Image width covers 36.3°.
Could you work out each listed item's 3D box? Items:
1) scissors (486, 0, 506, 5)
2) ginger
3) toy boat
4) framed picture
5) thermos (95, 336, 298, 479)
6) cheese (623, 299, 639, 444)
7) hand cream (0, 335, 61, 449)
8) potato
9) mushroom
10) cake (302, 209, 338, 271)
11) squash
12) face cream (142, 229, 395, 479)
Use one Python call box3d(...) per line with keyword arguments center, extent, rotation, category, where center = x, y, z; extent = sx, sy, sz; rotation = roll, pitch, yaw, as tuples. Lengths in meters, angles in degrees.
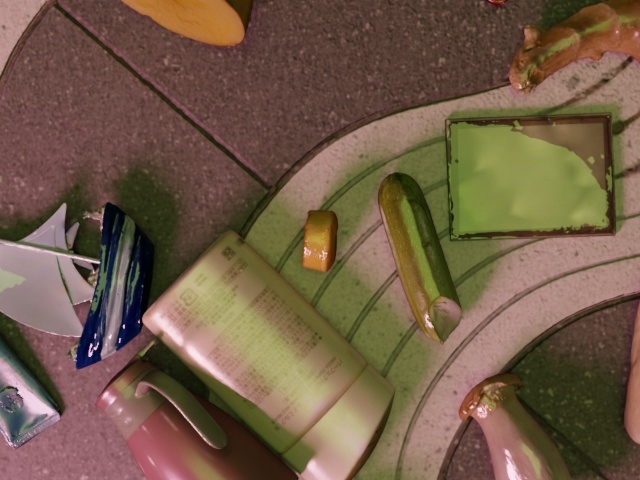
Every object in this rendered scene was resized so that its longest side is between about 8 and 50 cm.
box3d(center=(0.259, -0.454, 1.335), extent=(0.144, 0.017, 0.248), rotation=(-17, 88, -1), category="scissors")
box3d(center=(0.393, -0.267, 1.307), extent=(0.294, 0.086, 0.131), rotation=(-21, 99, 7), category="ginger")
box3d(center=(-0.351, 0.027, 1.298), extent=(0.291, 0.070, 0.210), rotation=(34, 88, 2), category="toy boat")
box3d(center=(0.287, -0.087, 1.333), extent=(0.231, 0.010, 0.173), rotation=(-1, 89, 0), category="framed picture")
box3d(center=(-0.166, 0.261, 1.250), extent=(0.265, 0.176, 0.146), rotation=(45, 54, 2), category="thermos")
box3d(center=(0.497, 0.149, 1.293), extent=(0.159, 0.093, 0.263), rotation=(6, 89, -2), category="cheese")
box3d(center=(-0.443, 0.169, 1.310), extent=(0.083, 0.048, 0.224), rotation=(-35, 95, -3), category="hand cream")
box3d(center=(-0.160, -0.368, 1.266), extent=(0.203, 0.178, 0.158), rotation=(21, 73, 24), category="potato")
box3d(center=(0.264, 0.281, 1.292), extent=(0.097, 0.088, 0.212), rotation=(-35, 83, 31), category="mushroom")
box3d(center=(0.000, 0.000, 1.294), extent=(0.044, 0.084, 0.084), rotation=(4, 89, 2), category="cake")
box3d(center=(0.132, 0.024, 1.301), extent=(0.069, 0.069, 0.239), rotation=(-17, 89, -1), category="squash")
box3d(center=(-0.055, 0.163, 1.290), extent=(0.348, 0.081, 0.173), rotation=(44, 86, 0), category="face cream")
